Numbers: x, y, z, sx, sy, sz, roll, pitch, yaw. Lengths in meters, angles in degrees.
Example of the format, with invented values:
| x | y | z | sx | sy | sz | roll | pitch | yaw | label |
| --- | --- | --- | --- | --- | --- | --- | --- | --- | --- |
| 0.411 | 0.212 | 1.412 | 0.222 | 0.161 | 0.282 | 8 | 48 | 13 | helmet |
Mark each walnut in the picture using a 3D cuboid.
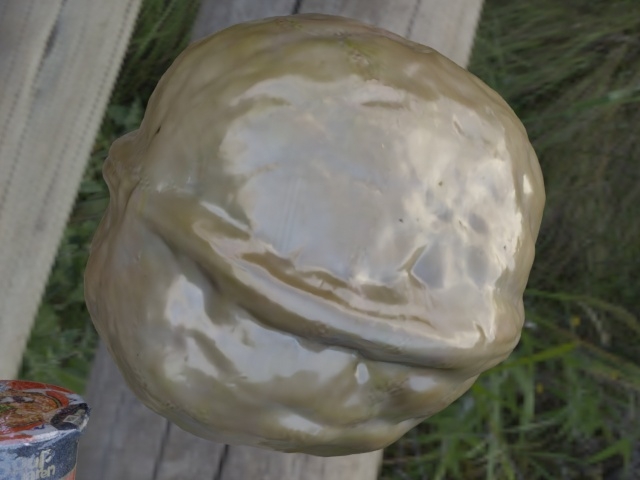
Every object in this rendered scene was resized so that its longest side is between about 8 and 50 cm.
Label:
| x | y | z | sx | sy | sz | roll | pitch | yaw | label |
| --- | --- | --- | --- | --- | --- | --- | --- | --- | --- |
| 0.000 | 0.000 | 1.104 | 0.381 | 0.381 | 0.381 | 4 | 83 | -38 | walnut |

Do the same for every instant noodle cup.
| x | y | z | sx | sy | sz | roll | pitch | yaw | label |
| --- | --- | --- | --- | --- | --- | --- | --- | --- | --- |
| -0.218 | 0.176 | 0.924 | 0.127 | 0.127 | 0.136 | -9 | 106 | -38 | instant noodle cup |
